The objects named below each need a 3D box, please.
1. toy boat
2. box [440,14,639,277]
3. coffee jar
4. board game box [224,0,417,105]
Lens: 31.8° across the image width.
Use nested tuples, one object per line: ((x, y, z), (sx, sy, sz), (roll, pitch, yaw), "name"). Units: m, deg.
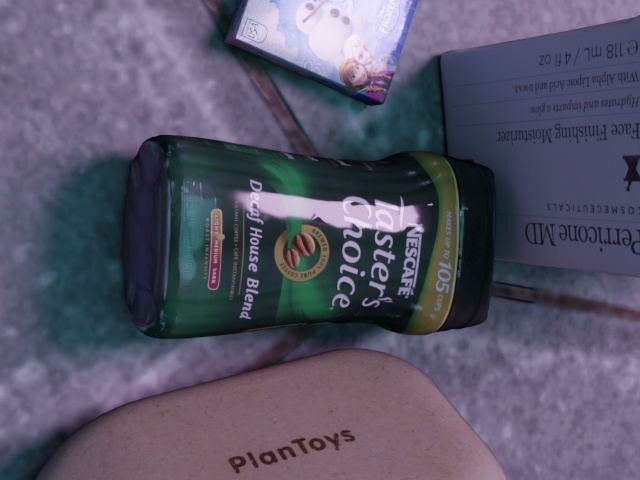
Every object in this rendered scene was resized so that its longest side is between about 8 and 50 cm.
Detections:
((-0.029, 0.156, 0.538), (0.231, 0.151, 0.151), (-11, 127, -24), "toy boat")
((0.186, -0.053, 0.582), (0.182, 0.181, 0.119), (-8, 96, -24), "box")
((0.000, 0.000, 0.557), (0.184, 0.079, 0.096), (1, 93, -25), "coffee jar")
((0.006, -0.128, 0.584), (0.090, 0.020, 0.090), (20, 85, -23), "board game box")
